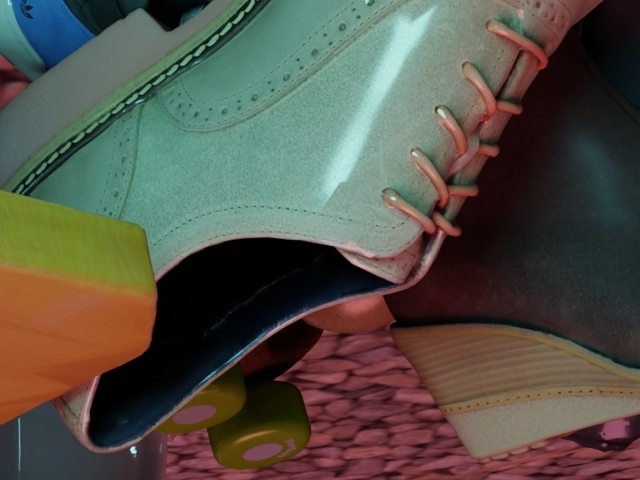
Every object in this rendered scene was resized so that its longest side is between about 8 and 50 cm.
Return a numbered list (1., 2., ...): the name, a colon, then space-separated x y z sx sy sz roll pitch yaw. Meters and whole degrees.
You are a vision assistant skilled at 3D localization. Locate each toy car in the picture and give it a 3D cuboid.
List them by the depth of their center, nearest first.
1. toy car: 0.000 0.000 0.904 0.188 0.155 0.149 -23 153 15

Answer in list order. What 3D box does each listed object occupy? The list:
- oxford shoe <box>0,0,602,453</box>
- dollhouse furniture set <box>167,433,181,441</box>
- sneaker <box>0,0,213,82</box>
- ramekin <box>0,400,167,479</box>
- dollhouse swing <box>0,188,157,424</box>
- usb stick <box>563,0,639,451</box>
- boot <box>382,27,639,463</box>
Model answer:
1. oxford shoe: 0.040 -0.060 0.695 0.397 0.146 0.140 -37 144 22
2. dollhouse furniture set: -0.122 0.103 1.262 0.151 0.058 0.076 -17 155 -25
3. sneaker: -0.072 -0.079 0.805 0.084 0.058 0.152 -6 152 24
4. ramekin: -0.190 0.107 1.038 0.109 0.207 0.207 -9 158 31
5. dollhouse swing: -0.276 -0.052 0.616 0.347 0.315 0.305 -27 170 31
6. usb stick: 0.143 -0.016 0.856 0.077 0.045 0.278 13 127 8
7. boot: 0.117 -0.032 0.769 0.248 0.207 0.090 -23 175 33
